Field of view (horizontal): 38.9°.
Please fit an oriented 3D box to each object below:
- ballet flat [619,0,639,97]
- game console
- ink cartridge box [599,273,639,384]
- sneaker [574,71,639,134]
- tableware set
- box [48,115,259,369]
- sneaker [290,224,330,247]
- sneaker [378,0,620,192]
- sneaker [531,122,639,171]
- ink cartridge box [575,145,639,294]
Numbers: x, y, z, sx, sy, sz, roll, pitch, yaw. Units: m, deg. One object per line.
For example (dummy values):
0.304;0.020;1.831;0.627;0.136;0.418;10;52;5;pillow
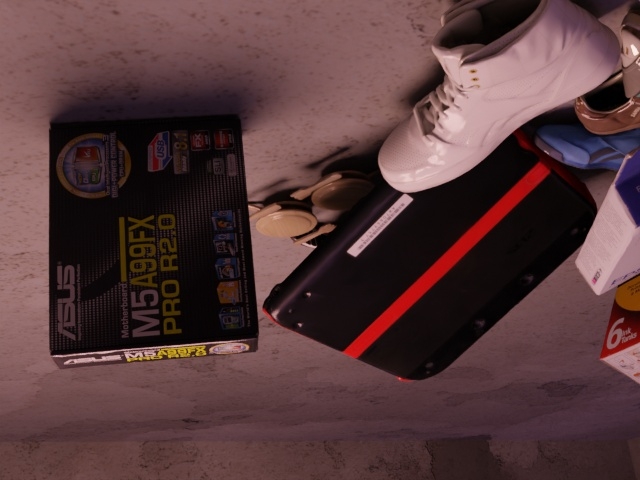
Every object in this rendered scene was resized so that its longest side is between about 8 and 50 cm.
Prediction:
0.342;-0.224;0.912;0.068;0.072;0.213;23;153;-1;ballet flat
0.157;0.020;1.205;0.342;0.060;0.386;30;112;-38;game console
0.653;0.082;1.559;0.130;0.271;0.309;32;146;-9;ink cartridge box
0.383;-0.171;1.027;0.188;0.066;0.071;-20;153;27;sneaker
-0.009;-0.054;1.226;0.194;0.039;0.128;-24;151;36;tableware set
-0.185;-0.003;0.998;0.216;0.270;0.060;-3;158;-7;box
0.000;0.000;1.353;0.109;0.040;0.044;8;155;-30;sneaker
0.141;-0.164;0.941;0.292;0.108;0.169;-34;145;30;sneaker
0.365;-0.131;1.136;0.209;0.069;0.082;8;127;-19;sneaker
0.497;-0.079;1.137;0.324;0.071;0.330;-27;159;-6;ink cartridge box
